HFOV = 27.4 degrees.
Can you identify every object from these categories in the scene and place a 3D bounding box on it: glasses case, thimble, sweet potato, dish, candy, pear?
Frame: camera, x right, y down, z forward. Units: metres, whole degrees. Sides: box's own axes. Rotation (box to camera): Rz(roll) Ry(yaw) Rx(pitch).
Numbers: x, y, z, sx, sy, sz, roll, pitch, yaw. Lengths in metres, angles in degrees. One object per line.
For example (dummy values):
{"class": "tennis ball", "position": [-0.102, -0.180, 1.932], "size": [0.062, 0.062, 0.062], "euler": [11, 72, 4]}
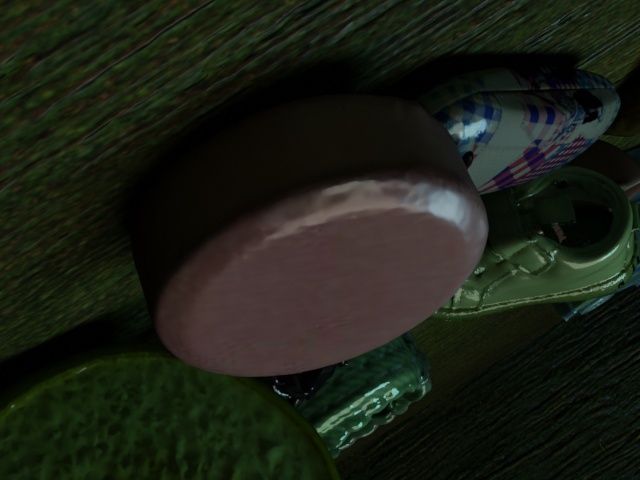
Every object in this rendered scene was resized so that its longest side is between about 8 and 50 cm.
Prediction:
{"class": "glasses case", "position": [0.148, -0.089, 1.091], "size": [0.125, 0.076, 0.327], "euler": [-37, 165, 32]}
{"class": "thimble", "position": [0.009, 0.162, 1.494], "size": [0.219, 0.150, 0.219], "euler": [-34, 170, -7]}
{"class": "sweet potato", "position": [0.360, -0.168, 1.306], "size": [0.075, 0.075, 0.273], "euler": [-26, 170, -23]}
{"class": "dish", "position": [0.244, -0.046, 1.431], "size": [0.213, 0.090, 0.213], "euler": [-29, 168, -7]}
{"class": "candy", "position": [0.000, 0.000, 0.911], "size": [0.255, 0.094, 0.255], "euler": [-15, 149, -9]}
{"class": "pear", "position": [-0.180, 0.235, 1.157], "size": [0.342, 0.238, 0.318], "euler": [-8, 161, -19]}

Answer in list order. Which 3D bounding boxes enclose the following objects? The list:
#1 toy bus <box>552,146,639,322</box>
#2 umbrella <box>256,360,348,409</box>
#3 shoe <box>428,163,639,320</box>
{"class": "toy bus", "position": [0.425, -0.026, 1.765], "size": [0.312, 0.152, 0.190], "euler": [-18, 161, -43]}
{"class": "umbrella", "position": [-0.011, 0.065, 1.171], "size": [0.154, 0.128, 0.336], "euler": [-36, 175, -34]}
{"class": "shoe", "position": [0.184, -0.011, 1.265], "size": [0.262, 0.140, 0.128], "euler": [0, 138, -5]}
